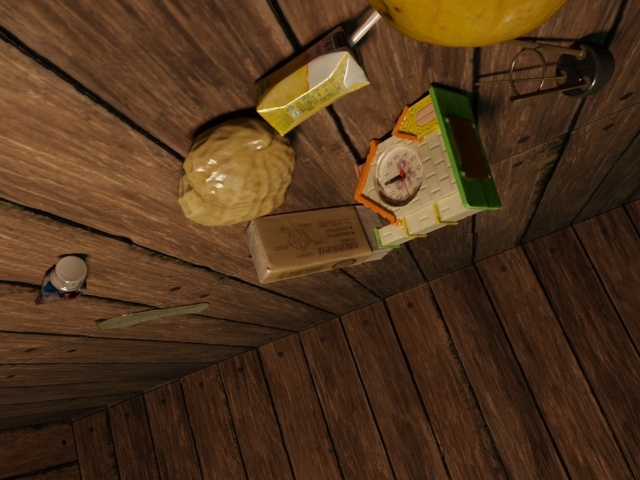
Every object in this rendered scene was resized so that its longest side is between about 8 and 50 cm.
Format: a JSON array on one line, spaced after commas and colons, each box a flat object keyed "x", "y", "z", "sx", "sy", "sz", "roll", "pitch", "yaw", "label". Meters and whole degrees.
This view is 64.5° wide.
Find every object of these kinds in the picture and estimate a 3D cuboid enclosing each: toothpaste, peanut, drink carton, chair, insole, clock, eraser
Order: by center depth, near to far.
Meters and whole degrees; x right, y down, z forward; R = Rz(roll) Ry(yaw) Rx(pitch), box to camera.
[{"x": 0.008, "y": -0.225, "z": 0.676, "sx": 0.200, "sy": 0.084, "sz": 0.074, "roll": -26, "pitch": 138, "yaw": 21, "label": "drink carton"}, {"x": -0.133, "y": -0.106, "z": 0.830, "sx": 0.197, "sy": 0.110, "sz": 0.233, "roll": -12, "pitch": 162, "yaw": -23, "label": "peanut"}, {"x": 0.385, "y": -0.288, "z": 0.875, "sx": 0.222, "sy": 0.104, "sz": 0.095, "roll": -9, "pitch": -175, "yaw": -17, "label": "chair"}, {"x": 0.174, "y": -0.119, "z": 0.953, "sx": 0.106, "sy": 0.219, "sz": 0.255, "roll": -1, "pitch": 163, "yaw": -42, "label": "clock"}, {"x": -0.559, "y": 0.102, "z": 1.104, "sx": 0.096, "sy": 0.061, "sz": 0.266, "roll": -7, "pitch": 165, "yaw": -36, "label": "toothpaste"}, {"x": 0.000, "y": 0.000, "z": 1.220, "sx": 0.344, "sy": 0.144, "sz": 0.078, "roll": -9, "pitch": 157, "yaw": -28, "label": "eraser"}, {"x": -0.515, "y": 0.234, "z": 1.587, "sx": 0.349, "sy": 0.009, "sz": 0.119, "roll": -6, "pitch": 157, "yaw": -36, "label": "insole"}]

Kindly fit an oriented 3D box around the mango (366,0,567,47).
[{"x": 0.111, "y": -0.306, "z": 0.419, "sx": 0.253, "sy": 0.182, "sz": 0.365, "roll": -29, "pitch": 149, "yaw": 35, "label": "mango"}]
